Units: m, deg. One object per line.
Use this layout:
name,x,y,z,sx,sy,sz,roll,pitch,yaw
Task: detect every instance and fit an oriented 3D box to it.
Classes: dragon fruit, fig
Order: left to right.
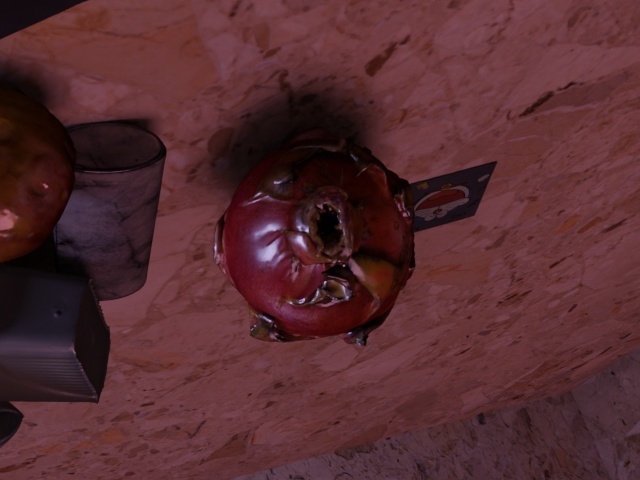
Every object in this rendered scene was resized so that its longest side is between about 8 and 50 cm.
fig,-0.342,-0.071,0.699,0.257,0.159,0.159,18,140,-25
dragon fruit,0.000,0.001,0.947,0.250,0.250,0.315,-24,-164,10

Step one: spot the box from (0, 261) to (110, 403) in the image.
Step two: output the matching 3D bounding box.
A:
box,-0.356,0.109,0.991,0.178,0.138,0.274,5,155,-5

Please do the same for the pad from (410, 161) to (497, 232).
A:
pad,0.132,-0.043,1.237,0.245,0.006,0.170,-15,156,-10

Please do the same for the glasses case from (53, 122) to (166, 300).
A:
glasses case,-0.242,-0.020,0.938,0.114,0.060,0.299,-5,153,-18

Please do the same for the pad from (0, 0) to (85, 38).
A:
pad,-0.275,-0.186,0.636,0.193,0.004,0.116,-21,155,5

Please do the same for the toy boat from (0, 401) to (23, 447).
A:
toy boat,-0.565,0.258,1.187,0.092,0.141,0.319,-45,147,23
